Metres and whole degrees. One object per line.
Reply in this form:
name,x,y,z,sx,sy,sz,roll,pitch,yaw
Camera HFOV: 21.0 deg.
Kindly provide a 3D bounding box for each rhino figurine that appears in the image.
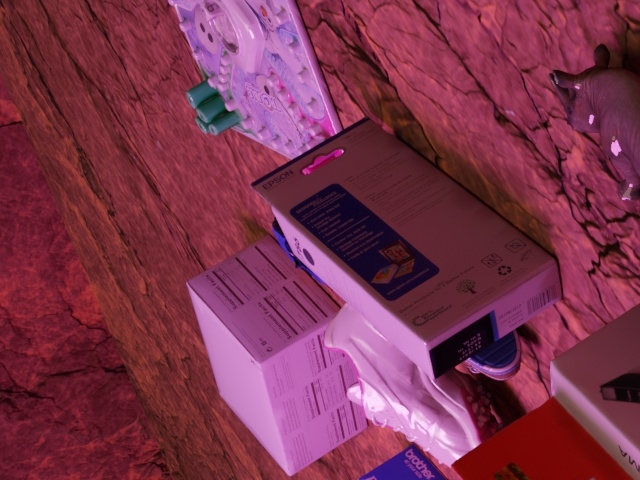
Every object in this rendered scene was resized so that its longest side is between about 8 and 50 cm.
rhino figurine,0.254,-0.080,1.334,0.243,0.073,0.106,43,160,46

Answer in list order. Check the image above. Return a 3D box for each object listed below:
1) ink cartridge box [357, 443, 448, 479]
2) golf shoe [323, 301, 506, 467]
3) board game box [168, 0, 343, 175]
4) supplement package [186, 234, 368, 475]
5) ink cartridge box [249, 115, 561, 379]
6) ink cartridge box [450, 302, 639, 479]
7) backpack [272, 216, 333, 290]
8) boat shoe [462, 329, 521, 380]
ink cartridge box,0.149,0.374,2.320,0.207,0.097,0.046,46,158,38
golf shoe,0.118,0.189,2.003,0.306,0.140,0.115,60,-165,7
board game box,-0.119,-0.262,2.108,0.390,0.050,0.390,30,146,57
supplement package,-0.060,0.165,2.482,0.204,0.145,0.262,45,157,39
ink cartridge box,0.082,0.000,1.786,0.332,0.165,0.065,43,158,44
ink cartridge box,0.280,0.199,1.434,0.275,0.239,0.060,47,159,34
backpack,0.000,0.000,2.125,0.120,0.098,0.101,35,154,51
boat shoe,0.173,0.106,1.891,0.183,0.066,0.066,52,169,55
